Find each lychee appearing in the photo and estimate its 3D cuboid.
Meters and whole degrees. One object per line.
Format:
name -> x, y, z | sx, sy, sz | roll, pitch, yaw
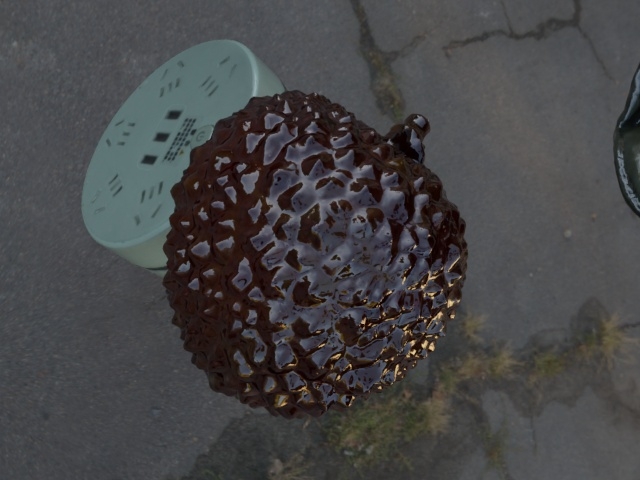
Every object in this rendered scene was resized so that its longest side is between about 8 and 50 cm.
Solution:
lychee -> 0.000, 0.000, 0.513 | 0.264, 0.264, 0.300 | 40, 80, -19

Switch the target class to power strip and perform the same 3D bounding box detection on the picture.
power strip -> -0.181, -0.110, 0.868 | 0.161, 0.357, 0.358 | 37, 61, -45

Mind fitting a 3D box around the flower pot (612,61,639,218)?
flower pot -> 0.371, -0.083, 0.429 | 0.301, 0.213, 0.302 | 19, 31, -12
